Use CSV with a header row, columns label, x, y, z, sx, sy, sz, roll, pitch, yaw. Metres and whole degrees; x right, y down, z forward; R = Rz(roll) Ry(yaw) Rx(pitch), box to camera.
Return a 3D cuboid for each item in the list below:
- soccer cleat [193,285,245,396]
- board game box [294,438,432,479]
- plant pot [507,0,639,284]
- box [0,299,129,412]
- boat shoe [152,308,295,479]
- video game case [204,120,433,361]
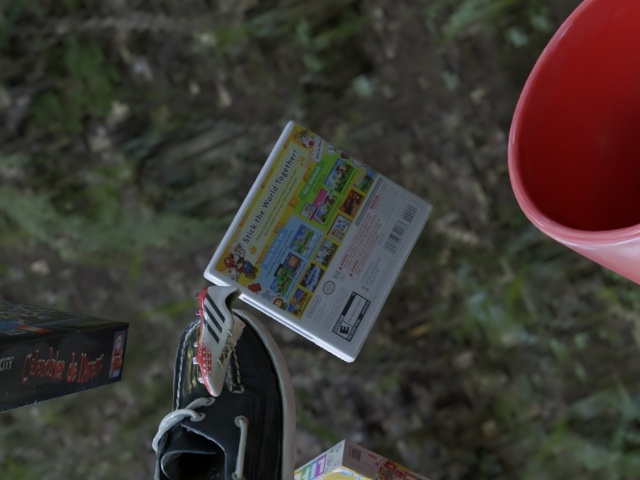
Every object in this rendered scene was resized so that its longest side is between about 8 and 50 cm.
label,x,y,z,sx,sy,sz,roll,pitch,yaw
soccer cleat,-0.071,0.071,1.404,0.029,0.035,0.083,52,-148,-60
board game box,0.052,0.225,1.641,0.154,0.103,0.026,27,-130,-23
plant pot,0.321,-0.059,1.493,0.243,0.275,0.275,35,-161,-33
box,-0.241,0.068,1.259,0.233,0.159,0.044,-5,-75,-74
boat shoe,-0.077,0.171,1.473,0.091,0.114,0.302,17,-139,-33
video game case,0.000,0.000,2.343,0.206,0.227,0.026,31,159,-7
